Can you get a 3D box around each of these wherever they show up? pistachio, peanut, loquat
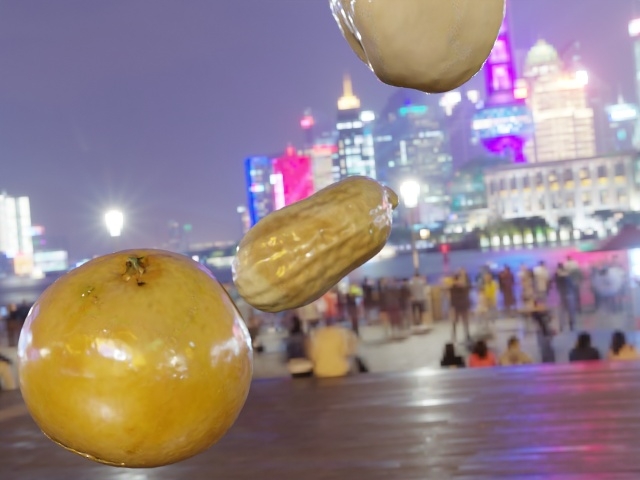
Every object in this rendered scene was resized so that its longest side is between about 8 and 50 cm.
[{"bbox_3d":[0.110,-0.344,1.305,0.226,0.332,0.208,-9,13,28],"label":"pistachio"},{"bbox_3d":[0.002,-0.001,1.699,0.340,0.158,0.174,-29,-14,-22],"label":"peanut"},{"bbox_3d":[-0.205,0.135,1.174,0.263,0.263,0.263,-5,0,0],"label":"loquat"}]
